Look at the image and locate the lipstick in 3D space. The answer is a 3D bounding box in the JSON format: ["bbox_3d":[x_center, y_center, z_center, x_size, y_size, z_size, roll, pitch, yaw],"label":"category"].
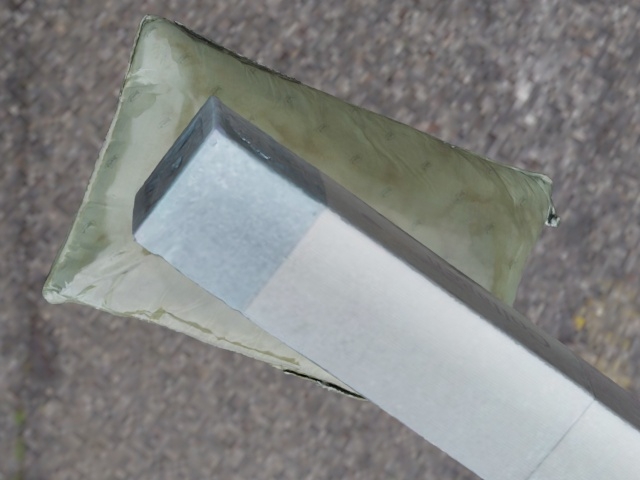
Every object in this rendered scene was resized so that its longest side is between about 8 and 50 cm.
[{"bbox_3d":[0.058,0.054,0.863,0.317,0.066,0.068,35,102,-14],"label":"lipstick"}]

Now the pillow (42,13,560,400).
[{"bbox_3d":[0.000,0.000,1.111,0.302,0.185,0.075,21,170,-18],"label":"pillow"}]
